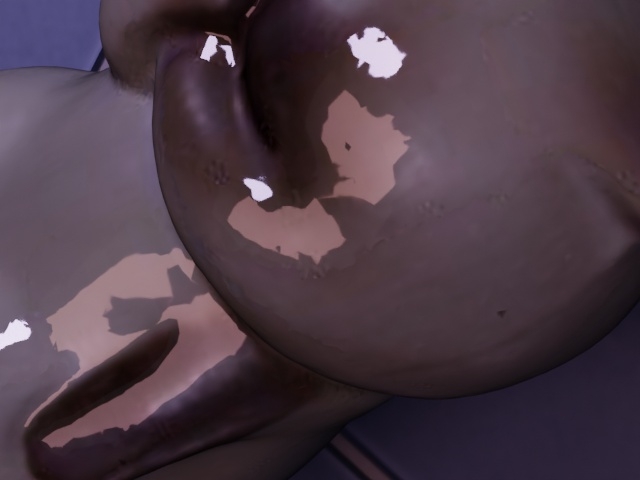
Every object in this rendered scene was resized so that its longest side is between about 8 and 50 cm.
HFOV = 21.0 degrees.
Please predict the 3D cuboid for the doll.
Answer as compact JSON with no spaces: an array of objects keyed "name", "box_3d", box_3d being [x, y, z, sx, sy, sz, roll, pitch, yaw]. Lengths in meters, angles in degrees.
[{"name":"doll","box_3d":[-0.030,-0.005,0.675,0.370,0.226,0.215,-38,33,34]}]
